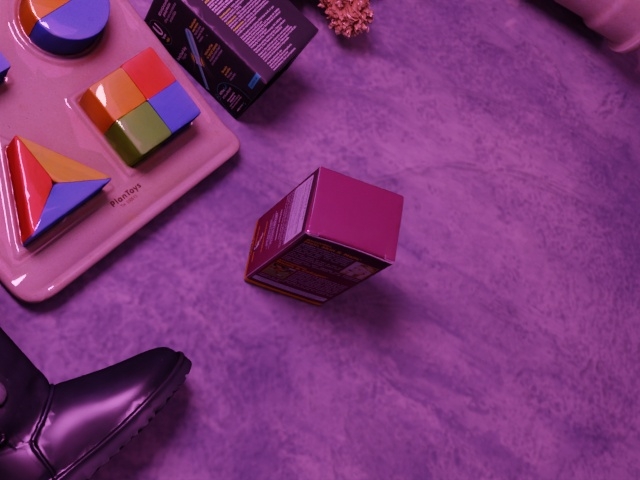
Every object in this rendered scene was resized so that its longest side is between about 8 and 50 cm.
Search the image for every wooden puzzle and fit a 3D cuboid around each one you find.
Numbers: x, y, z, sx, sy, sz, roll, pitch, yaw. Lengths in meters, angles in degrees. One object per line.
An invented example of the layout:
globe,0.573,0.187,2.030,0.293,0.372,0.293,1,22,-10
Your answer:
wooden puzzle,-0.294,-0.157,1.061,0.322,0.080,0.348,-42,94,-30

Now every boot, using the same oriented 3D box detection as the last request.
boot,-0.274,0.134,0.967,0.246,0.094,0.207,-43,98,-24

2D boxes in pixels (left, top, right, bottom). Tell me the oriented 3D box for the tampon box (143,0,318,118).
tampon box,-0.108,-0.248,1.153,0.161,0.120,0.101,44,66,-7

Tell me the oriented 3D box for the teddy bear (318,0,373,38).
teddy bear,0.003,-0.381,1.275,0.245,0.113,0.338,53,52,-10

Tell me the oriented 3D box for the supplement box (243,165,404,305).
supplement box,0.000,0.000,1.088,0.104,0.188,0.081,19,66,-19

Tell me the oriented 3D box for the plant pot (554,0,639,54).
plant pot,0.350,-0.470,1.359,0.305,0.334,0.334,21,65,-6
